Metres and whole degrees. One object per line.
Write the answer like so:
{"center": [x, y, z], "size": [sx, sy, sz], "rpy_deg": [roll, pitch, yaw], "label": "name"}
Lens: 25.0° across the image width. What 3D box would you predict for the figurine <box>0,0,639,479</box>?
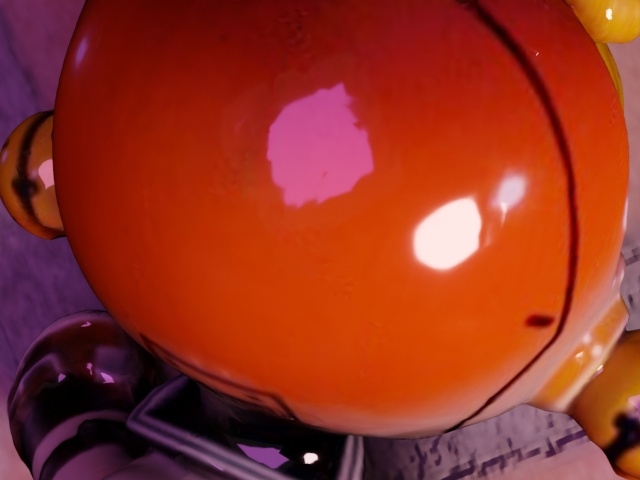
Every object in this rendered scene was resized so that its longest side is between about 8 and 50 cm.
{"center": [-0.002, 0.003, 0.541], "size": [0.320, 0.196, 0.323], "rpy_deg": [19, 108, 19], "label": "figurine"}
